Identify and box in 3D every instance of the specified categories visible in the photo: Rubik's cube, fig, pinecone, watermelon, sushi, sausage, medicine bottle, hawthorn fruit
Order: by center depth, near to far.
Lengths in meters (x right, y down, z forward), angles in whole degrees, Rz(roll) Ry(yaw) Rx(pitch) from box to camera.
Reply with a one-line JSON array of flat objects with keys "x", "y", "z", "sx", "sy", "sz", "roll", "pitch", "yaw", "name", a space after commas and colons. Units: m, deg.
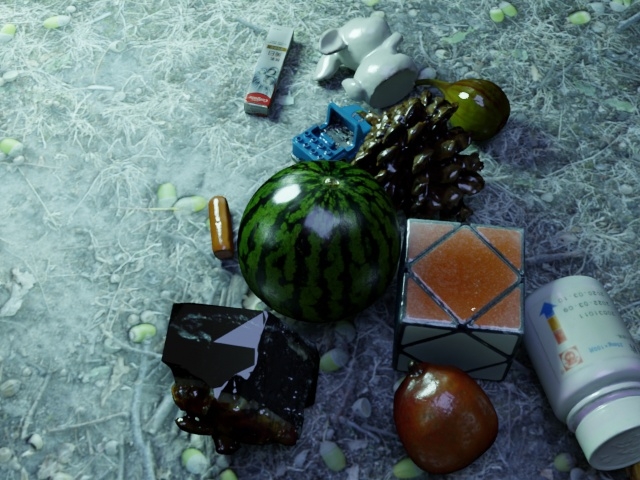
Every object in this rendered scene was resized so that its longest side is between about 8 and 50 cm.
[{"x": -0.126, "y": 0.234, "z": 1.538, "sx": 0.215, "sy": 0.227, "sz": 0.213, "roll": 3, "pitch": 67, "yaw": 7, "name": "sushi"}, {"x": 0.193, "y": 0.276, "z": 1.539, "sx": 0.169, "sy": 0.169, "sz": 0.188, "roll": -33, "pitch": 107, "yaw": -18, "name": "hawthorn fruit"}, {"x": 0.445, "y": 0.214, "z": 1.565, "sx": 0.170, "sy": 0.170, "sz": 0.293, "roll": -11, "pitch": 51, "yaw": -7, "name": "medicine bottle"}, {"x": 0.233, "y": 0.104, "z": 1.629, "sx": 0.207, "sy": 0.205, "sz": 0.205, "roll": 4, "pitch": 60, "yaw": 3, "name": "Rubik's cube"}, {"x": 0.000, "y": 0.000, "z": 1.642, "sx": 0.285, "sy": 0.285, "sz": 0.285, "roll": 0, "pitch": 60, "yaw": -1, "name": "watermelon"}, {"x": 0.188, "y": -0.151, "z": 1.766, "sx": 0.257, "sy": 0.243, "sz": 0.244, "roll": 23, "pitch": 59, "yaw": -17, "name": "pinecone"}, {"x": -0.188, "y": -0.027, "z": 1.792, "sx": 0.039, "sy": 0.041, "sz": 0.131, "roll": -19, "pitch": 59, "yaw": 14, "name": "sausage"}, {"x": 0.273, "y": -0.289, "z": 1.918, "sx": 0.124, "sy": 0.124, "sz": 0.236, "roll": -40, "pitch": 56, "yaw": -21, "name": "fig"}]

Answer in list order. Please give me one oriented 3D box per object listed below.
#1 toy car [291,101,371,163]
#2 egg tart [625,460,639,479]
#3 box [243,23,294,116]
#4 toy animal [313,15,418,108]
[{"x": 0.031, "y": -0.205, "z": 1.863, "sx": 0.191, "sy": 0.100, "sz": 0.097, "roll": -36, "pitch": 63, "yaw": -24, "name": "toy car"}, {"x": 0.638, "y": 0.371, "z": 1.531, "sx": 0.297, "sy": 0.132, "sz": 0.297, "roll": -8, "pitch": 57, "yaw": 12, "name": "egg tart"}, {"x": -0.106, "y": -0.355, "z": 1.983, "sx": 0.055, "sy": 0.039, "sz": 0.218, "roll": 12, "pitch": 61, "yaw": 4, "name": "box"}, {"x": 0.092, "y": -0.361, "z": 1.940, "sx": 0.178, "sy": 0.127, "sz": 0.193, "roll": -36, "pitch": 69, "yaw": -17, "name": "toy animal"}]
